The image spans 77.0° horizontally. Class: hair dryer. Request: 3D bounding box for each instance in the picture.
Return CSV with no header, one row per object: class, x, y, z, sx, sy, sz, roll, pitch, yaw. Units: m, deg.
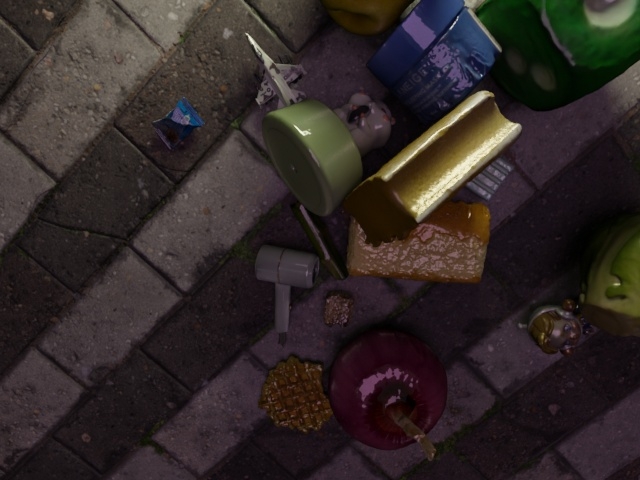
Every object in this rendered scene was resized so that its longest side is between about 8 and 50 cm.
hair dryer,-0.103,0.189,1.229,0.172,0.108,0.358,11,118,13

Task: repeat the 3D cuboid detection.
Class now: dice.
dice,0.562,-0.505,0.927,0.287,0.300,0.297,-38,100,7

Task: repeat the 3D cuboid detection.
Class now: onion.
onion,0.200,0.434,1.184,0.357,0.345,0.359,1,73,-2

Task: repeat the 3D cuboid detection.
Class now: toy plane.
toy plane,-0.125,-0.442,1.074,0.159,0.082,0.234,-31,88,19

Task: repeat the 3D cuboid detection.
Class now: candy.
candy,0.056,0.213,1.236,0.095,0.085,0.110,3,95,7
candy,-0.403,-0.325,1.125,0.136,0.038,0.088,-30,116,16

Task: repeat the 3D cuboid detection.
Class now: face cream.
face cream,0.271,-0.442,0.970,0.225,0.249,0.249,40,102,-10

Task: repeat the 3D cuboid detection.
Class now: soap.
soap,0.418,-0.212,1.123,0.198,0.066,0.119,32,102,-7
soap,0.234,-0.148,0.914,0.335,0.293,0.156,-39,90,-12

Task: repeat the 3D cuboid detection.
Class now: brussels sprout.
brussels sprout,0.857,0.079,1.070,0.371,0.275,0.315,-34,120,-20

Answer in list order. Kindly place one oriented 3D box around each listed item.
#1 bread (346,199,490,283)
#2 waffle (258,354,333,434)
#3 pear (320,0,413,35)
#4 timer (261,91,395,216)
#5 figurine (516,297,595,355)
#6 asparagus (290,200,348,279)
bread,0.263,-0.010,1.130,0.374,0.165,0.237,3,103,2
waffle,-0.066,0.516,1.334,0.290,0.051,0.292,0,104,1
pear,0.125,-0.680,0.855,0.362,0.362,0.419,18,103,-4
timer,0.053,-0.264,1.043,0.315,0.290,0.291,-35,103,-14
figurine,0.751,0.232,1.213,0.274,0.133,0.194,-38,118,1
asparagus,0.000,-0.001,1.193,0.067,0.060,0.278,-29,103,-8
